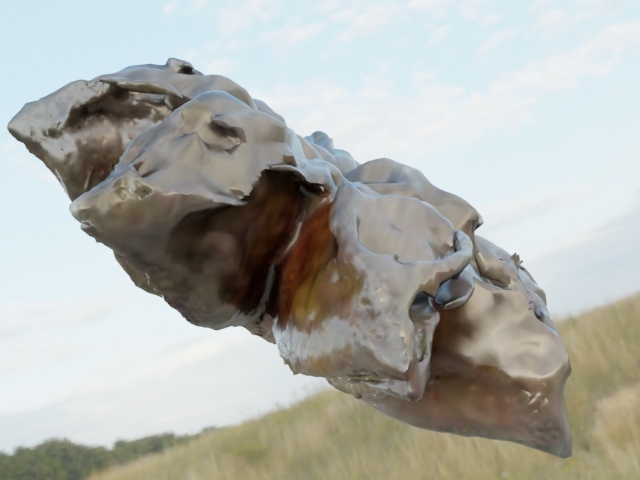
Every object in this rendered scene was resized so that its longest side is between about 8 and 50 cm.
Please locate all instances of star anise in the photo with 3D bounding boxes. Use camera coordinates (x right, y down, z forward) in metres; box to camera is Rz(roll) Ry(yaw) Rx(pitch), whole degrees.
[{"bbox_3d":[0.000,0.000,0.540,0.118,0.331,0.331,-56,-20,7],"label":"star anise"}]
